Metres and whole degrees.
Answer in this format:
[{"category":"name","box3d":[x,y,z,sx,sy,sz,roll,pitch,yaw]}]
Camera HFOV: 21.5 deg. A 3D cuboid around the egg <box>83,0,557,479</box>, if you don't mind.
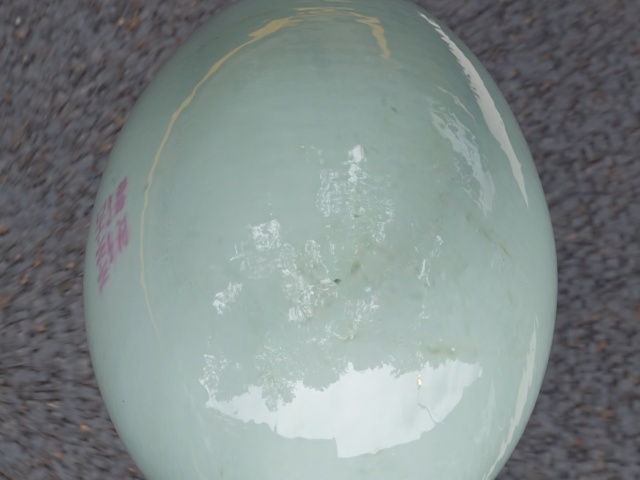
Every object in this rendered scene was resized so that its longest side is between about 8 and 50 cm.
[{"category":"egg","box3d":[0.000,0.000,0.846,0.230,0.371,0.230,0,127,0]}]
